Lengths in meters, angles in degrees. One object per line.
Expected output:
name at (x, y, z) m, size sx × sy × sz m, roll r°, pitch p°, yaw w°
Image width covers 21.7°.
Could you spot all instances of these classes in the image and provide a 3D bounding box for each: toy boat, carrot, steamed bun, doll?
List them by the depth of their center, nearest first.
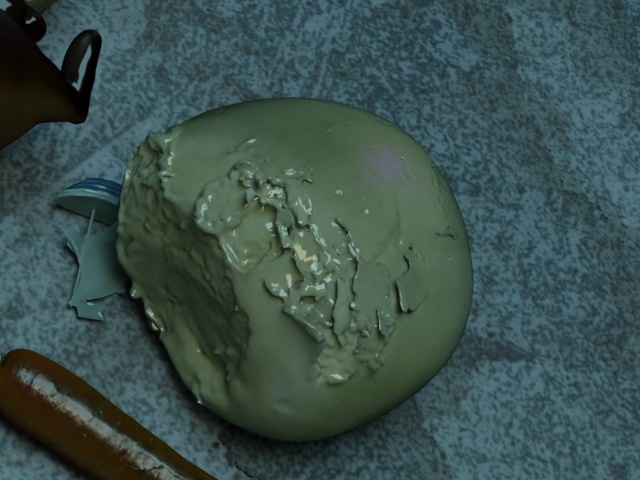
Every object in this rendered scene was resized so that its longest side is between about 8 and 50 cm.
carrot at (-0.195, 0.169, 1.443) m, size 0.225 × 0.067 × 0.067 m, roll 35°, pitch 48°, yaw -4°
doll at (-0.393, -0.184, 1.495) m, size 0.340 × 0.209 × 0.318 m, roll 44°, pitch 51°, yaw 10°
steamed bun at (0.000, 0.000, 1.546) m, size 0.312 × 0.233 × 0.334 m, roll -30°, pitch 83°, yaw -41°
toy boat at (-0.196, 0.005, 1.580) m, size 0.105 × 0.034 × 0.149 m, roll 0°, pitch 58°, yaw -28°

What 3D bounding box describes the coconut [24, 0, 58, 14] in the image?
coconut at (-0.323, -0.313, 1.646) m, size 0.194 × 0.194 × 0.194 m, roll 14°, pitch 52°, yaw -19°
